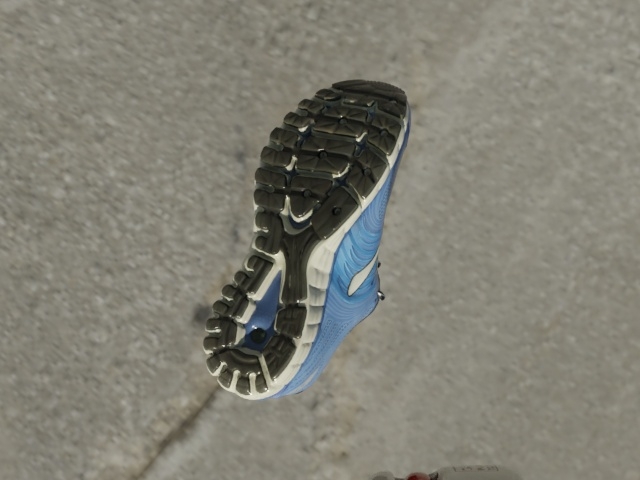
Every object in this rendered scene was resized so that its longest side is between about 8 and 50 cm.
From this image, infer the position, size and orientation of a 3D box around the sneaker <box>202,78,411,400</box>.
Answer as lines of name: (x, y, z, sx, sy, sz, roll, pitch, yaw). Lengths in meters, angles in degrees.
sneaker: (0.000, 0.000, 1.328, 0.330, 0.130, 0.147, -65, 155, -3)

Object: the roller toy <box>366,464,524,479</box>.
roller toy: (0.110, 0.276, 1.107, 0.146, 0.191, 0.209, -3, 133, -1)
